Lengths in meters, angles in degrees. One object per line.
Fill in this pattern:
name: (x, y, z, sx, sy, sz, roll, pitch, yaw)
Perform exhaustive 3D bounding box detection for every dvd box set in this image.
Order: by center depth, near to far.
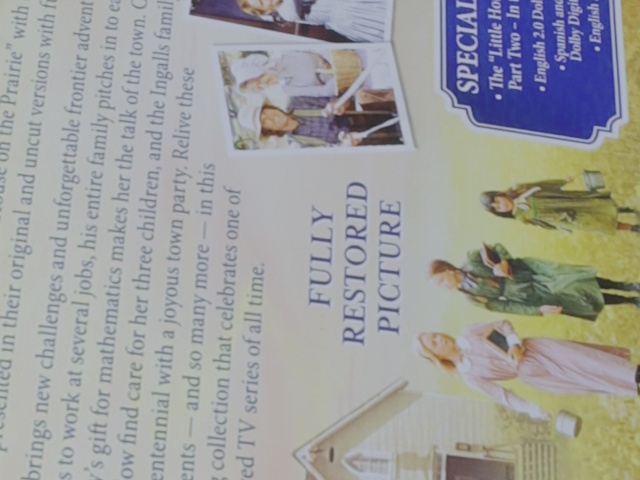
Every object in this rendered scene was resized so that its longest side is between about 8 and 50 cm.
dvd box set: (0.000, 0.000, 0.569, 0.420, 0.307, 0.062, 7, 148, -11)
